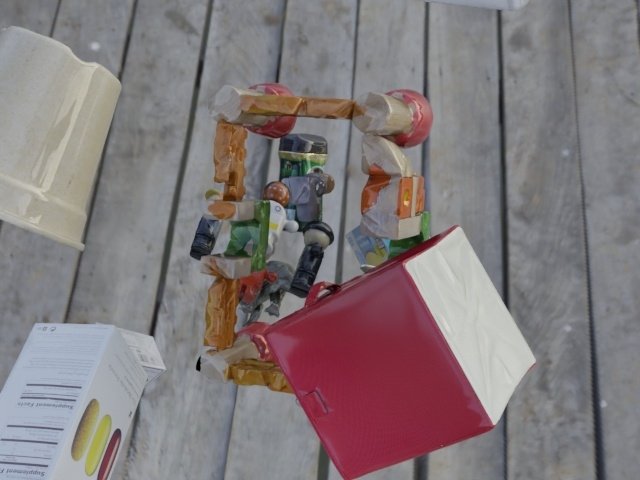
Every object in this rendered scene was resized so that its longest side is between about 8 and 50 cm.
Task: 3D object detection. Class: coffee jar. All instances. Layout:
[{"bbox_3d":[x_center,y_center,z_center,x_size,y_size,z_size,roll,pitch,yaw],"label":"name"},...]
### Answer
[{"bbox_3d":[-0.038,-0.110,1.525,0.079,0.096,0.184,11,100,39],"label":"coffee jar"}]

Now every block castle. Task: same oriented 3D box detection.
[{"bbox_3d":[0.000,0.000,1.164,0.303,0.213,0.453,6,97,22],"label":"block castle"}]

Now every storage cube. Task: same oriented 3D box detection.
[{"bbox_3d":[0.091,0.118,0.890,0.215,0.193,0.183,62,31,2],"label":"storage cube"}]

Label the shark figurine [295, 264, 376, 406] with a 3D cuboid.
[{"bbox_3d":[0.085,0.178,1.304,0.116,0.166,0.278,25,76,33],"label":"shark figurine"}]

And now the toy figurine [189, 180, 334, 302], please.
[{"bbox_3d":[-0.104,-0.003,1.431,0.213,0.209,0.148,-9,47,36],"label":"toy figurine"}]

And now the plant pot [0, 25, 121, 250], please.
[{"bbox_3d":[-0.507,-0.185,1.403,0.333,0.334,0.305,23,84,5],"label":"plant pot"}]

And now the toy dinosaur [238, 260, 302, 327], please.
[{"bbox_3d":[-0.125,0.101,1.758,0.121,0.313,0.160,31,56,-18],"label":"toy dinosaur"}]

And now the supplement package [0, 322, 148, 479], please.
[{"bbox_3d":[-0.357,0.252,1.112,0.133,0.139,0.244,-1,48,16],"label":"supplement package"}]

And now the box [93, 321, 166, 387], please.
[{"bbox_3d":[-0.473,0.296,1.607,0.290,0.169,0.087,-41,57,16],"label":"box"}]

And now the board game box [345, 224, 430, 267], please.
[{"bbox_3d":[0.172,0.107,1.440,0.079,0.254,0.336,-26,87,-10],"label":"board game box"}]

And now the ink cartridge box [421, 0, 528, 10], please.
[{"bbox_3d":[0.021,-0.271,0.510,0.296,0.066,0.261,14,64,25],"label":"ink cartridge box"}]
